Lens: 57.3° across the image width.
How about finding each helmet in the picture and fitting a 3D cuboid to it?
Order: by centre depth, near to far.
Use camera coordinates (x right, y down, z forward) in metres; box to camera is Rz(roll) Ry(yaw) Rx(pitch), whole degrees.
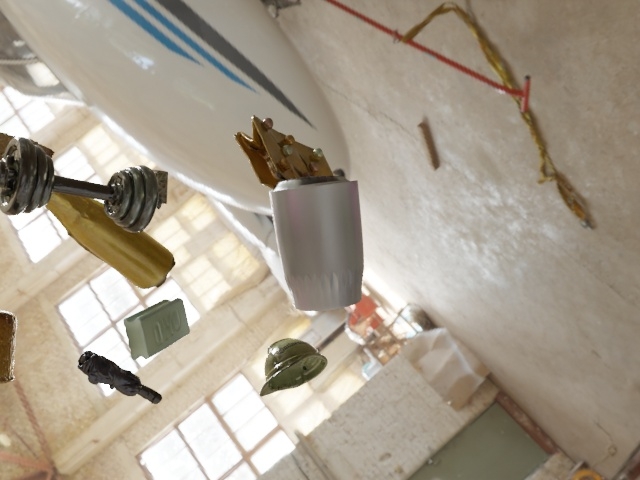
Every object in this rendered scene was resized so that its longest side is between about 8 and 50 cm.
[{"bbox_3d":[-0.112,0.388,1.895,0.258,0.204,0.137,1,-133,-48],"label":"helmet"}]

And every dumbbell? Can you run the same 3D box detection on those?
[{"bbox_3d":[-0.561,-0.121,1.371,0.406,0.179,0.179,9,-156,-42],"label":"dumbbell"}]

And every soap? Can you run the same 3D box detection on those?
[{"bbox_3d":[-0.454,0.242,1.636,0.198,0.067,0.118,-30,-67,-66],"label":"soap"}]

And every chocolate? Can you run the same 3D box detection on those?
[{"bbox_3d":[-0.636,-0.026,1.737,0.445,0.162,0.162,47,176,-39],"label":"chocolate"}]

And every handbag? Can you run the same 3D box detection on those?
[{"bbox_3d":[-0.083,-0.240,1.955,0.401,0.133,0.282,22,-145,-51],"label":"handbag"}]

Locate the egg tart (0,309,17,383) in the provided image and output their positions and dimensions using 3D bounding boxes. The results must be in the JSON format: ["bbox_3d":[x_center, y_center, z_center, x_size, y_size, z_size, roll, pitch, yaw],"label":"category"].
[{"bbox_3d":[-0.718,0.209,1.207,0.203,0.147,0.202,13,168,3],"label":"egg tart"}]

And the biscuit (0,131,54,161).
[{"bbox_3d":[-0.760,-0.201,1.428,0.206,0.125,0.025,18,164,9],"label":"biscuit"}]

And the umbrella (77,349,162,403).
[{"bbox_3d":[-0.467,0.331,1.368,0.071,0.071,0.248,43,173,43],"label":"umbrella"}]

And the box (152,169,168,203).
[{"bbox_3d":[-0.465,-0.151,1.661,0.062,0.045,0.098,11,104,36],"label":"box"}]

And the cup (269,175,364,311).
[{"bbox_3d":[0.000,0.000,1.676,0.253,0.254,0.371,-161,63,-75],"label":"cup"}]
